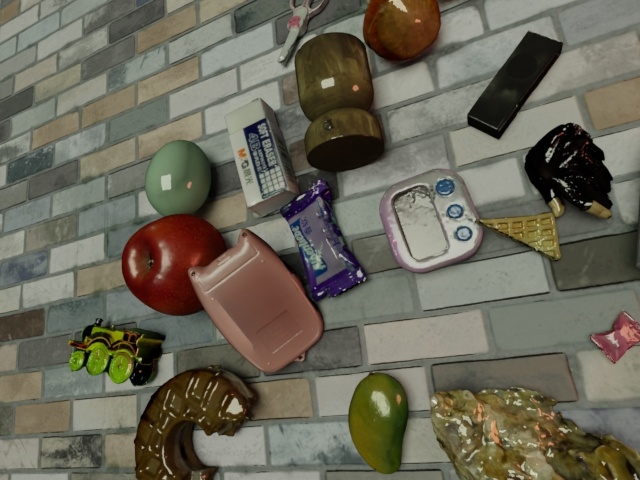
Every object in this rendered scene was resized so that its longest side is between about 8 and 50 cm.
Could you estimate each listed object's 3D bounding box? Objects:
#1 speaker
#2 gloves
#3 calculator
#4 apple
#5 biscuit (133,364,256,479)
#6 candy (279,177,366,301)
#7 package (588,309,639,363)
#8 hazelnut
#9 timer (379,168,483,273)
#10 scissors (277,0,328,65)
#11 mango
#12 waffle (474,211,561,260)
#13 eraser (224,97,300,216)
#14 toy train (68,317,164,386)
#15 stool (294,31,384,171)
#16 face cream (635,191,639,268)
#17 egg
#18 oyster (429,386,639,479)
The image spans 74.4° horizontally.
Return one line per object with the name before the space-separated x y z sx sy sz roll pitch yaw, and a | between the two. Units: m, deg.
speaker | 0.411 -0.329 0.896 0.082 0.044 0.218 38 96 26
gloves | 0.478 -0.117 0.788 0.129 0.106 0.180 -36 63 11
calculator | -0.137 0.148 0.961 0.220 0.048 0.329 -38 95 -6
apple | -0.366 0.063 1.068 0.261 0.217 0.260 -4 80 25
biscuit | -0.319 0.467 1.017 0.269 0.115 0.365 23 88 25
candy | 0.000 0.000 0.998 0.145 0.070 0.275 -29 73 23
package | 0.530 0.170 0.748 0.083 0.029 0.059 -39 70 3
hazelnut | 0.180 -0.513 0.972 0.182 0.182 0.181 -5 77 23
timer | 0.233 -0.041 0.901 0.191 0.069 0.208 -20 73 17
scissors | -0.065 -0.598 1.172 0.118 0.030 0.241 21 86 27
mango | 0.114 0.367 0.860 0.122 0.085 0.190 8 82 22
waffle | 0.382 -0.003 0.819 0.153 0.023 0.097 -4 89 3
eraser | -0.154 -0.218 1.103 0.131 0.086 0.286 -22 71 17
toy train | -0.577 0.308 1.176 0.297 0.100 0.160 3 73 25
stool | 0.040 -0.317 0.985 0.179 0.179 0.263 -14 73 21
face cream | 0.623 -0.130 0.703 0.146 0.145 0.368 5 82 25
egg | -0.383 -0.168 1.147 0.168 0.168 0.230 -5 65 23
oyster | 0.349 0.380 0.736 0.352 0.115 0.237 30 92 26
